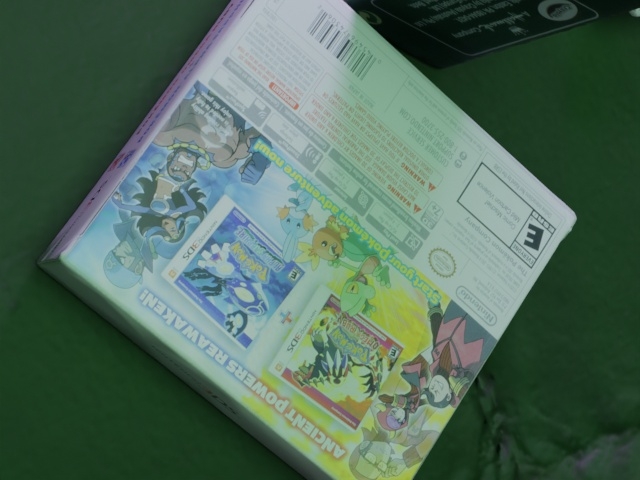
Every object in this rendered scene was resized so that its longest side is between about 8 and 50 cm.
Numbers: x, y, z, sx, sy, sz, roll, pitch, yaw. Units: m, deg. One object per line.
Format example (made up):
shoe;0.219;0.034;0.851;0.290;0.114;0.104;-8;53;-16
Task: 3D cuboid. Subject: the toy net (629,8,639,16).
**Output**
toy net;0.240;-0.184;0.987;0.232;0.045;0.122;-43;106;-21

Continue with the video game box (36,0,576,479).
video game box;0.000;0.000;0.850;0.205;0.048;0.187;41;68;-18

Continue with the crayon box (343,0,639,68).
crayon box;0.129;-0.254;0.845;0.083;0.203;0.323;25;76;-23
